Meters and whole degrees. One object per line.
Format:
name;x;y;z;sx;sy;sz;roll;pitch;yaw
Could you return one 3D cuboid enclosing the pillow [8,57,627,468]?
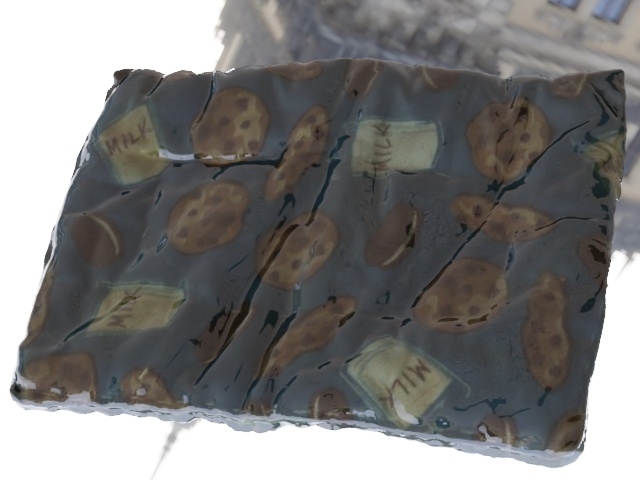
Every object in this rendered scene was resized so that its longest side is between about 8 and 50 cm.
pillow;-0.001;-0.002;0.620;0.255;0.034;0.189;2;-120;17
